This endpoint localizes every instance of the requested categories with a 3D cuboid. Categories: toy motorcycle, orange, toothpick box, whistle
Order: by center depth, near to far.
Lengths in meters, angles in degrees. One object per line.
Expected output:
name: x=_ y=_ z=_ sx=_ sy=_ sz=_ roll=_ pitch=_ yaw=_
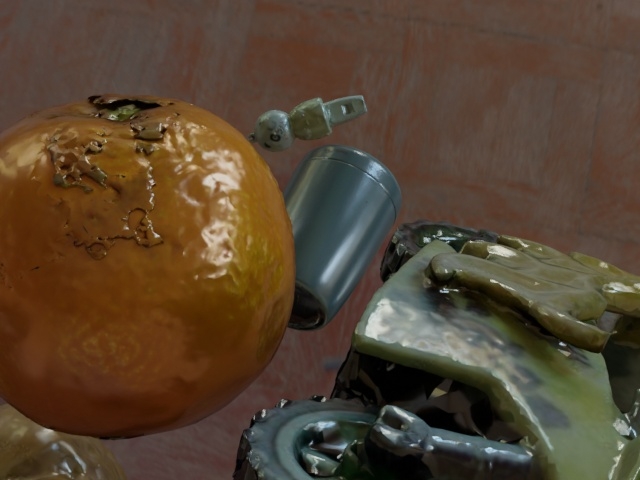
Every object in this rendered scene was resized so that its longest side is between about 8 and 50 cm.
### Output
toy motorcycle: x=0.109 y=0.094 z=0.726 sx=0.237 sy=0.410 sz=0.168 roll=25 pitch=115 yaw=7
orange: x=-0.139 y=0.018 z=0.865 sx=0.246 sy=0.246 sz=0.246 roll=-1 pitch=69 yaw=3
whistle: x=-0.012 y=-0.097 z=1.016 sx=0.100 sy=0.035 sz=0.035 roll=-17 pitch=69 yaw=4
toothpick box: x=0.000 y=0.000 z=1.287 sx=0.120 sy=0.120 sz=0.184 roll=21 pitch=54 yaw=11

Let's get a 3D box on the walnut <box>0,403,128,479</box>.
walnut: x=-0.331 y=0.355 z=1.393 sx=0.306 sy=0.344 sz=0.306 roll=-10 pitch=50 yaw=12
